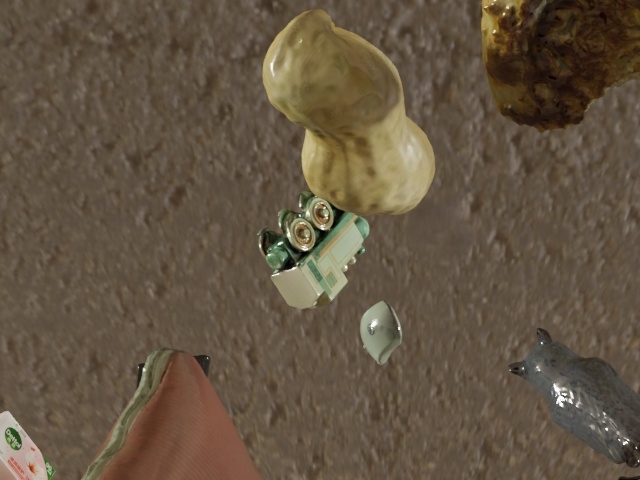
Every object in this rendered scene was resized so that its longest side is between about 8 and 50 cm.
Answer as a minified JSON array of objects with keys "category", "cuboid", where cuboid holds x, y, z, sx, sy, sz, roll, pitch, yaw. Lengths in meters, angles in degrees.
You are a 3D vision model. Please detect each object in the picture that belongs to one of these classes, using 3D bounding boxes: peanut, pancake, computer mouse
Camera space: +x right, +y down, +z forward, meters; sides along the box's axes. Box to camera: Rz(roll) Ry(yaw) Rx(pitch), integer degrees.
[{"category":"peanut","cuboid":[0.028,-0.101,1.095,0.101,0.263,0.117,18,66,28]},{"category":"pancake","cuboid":[0.241,-0.178,0.937,0.245,0.266,0.057,5,54,11]},{"category":"computer mouse","cuboid":[0.063,0.112,1.483,0.032,0.110,0.056,-17,68,-19]}]

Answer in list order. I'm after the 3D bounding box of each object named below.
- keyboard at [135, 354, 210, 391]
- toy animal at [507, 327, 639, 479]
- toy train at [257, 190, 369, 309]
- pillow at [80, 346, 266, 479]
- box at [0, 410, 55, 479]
[{"category":"keyboard","cuboid":[-0.210,0.285,1.663,0.104,0.381,0.041,-7,49,-21]},{"category":"toy animal","cuboid":[0.273,0.178,1.253,0.210,0.117,0.121,32,106,15]},{"category":"toy train","cuboid":[0.000,0.000,1.697,0.125,0.081,0.194,58,44,-15]},{"category":"pillow","cuboid":[-0.064,0.158,0.559,0.075,0.171,0.179,-19,23,28]},{"category":"box","cuboid":[-0.458,0.328,1.889,0.043,0.089,0.125,-28,108,18]}]
